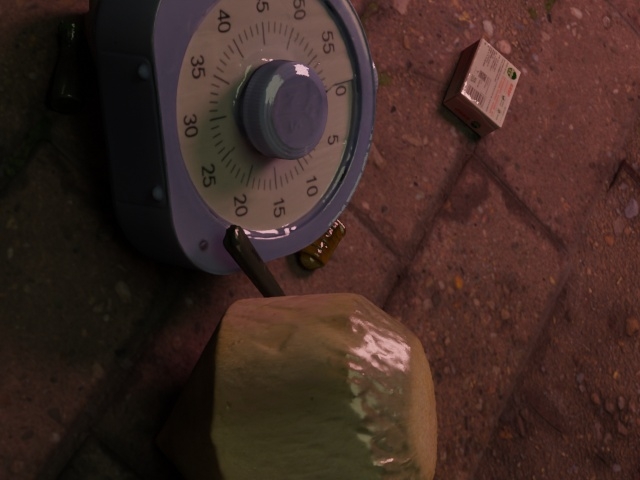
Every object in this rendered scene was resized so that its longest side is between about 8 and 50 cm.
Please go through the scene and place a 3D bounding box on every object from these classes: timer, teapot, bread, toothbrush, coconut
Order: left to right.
[{"bbox_3d":[-0.303,-0.210,1.703,0.042,0.043,0.111,16,61,-33],"label":"teapot"},{"bbox_3d":[-0.075,-0.165,1.694,0.395,0.173,0.395,-9,103,-43],"label":"timer"},{"bbox_3d":[-0.048,0.074,1.702,0.297,0.030,0.030,57,45,-48],"label":"toothbrush"},{"bbox_3d":[-0.033,0.211,1.605,0.328,0.329,0.329,15,64,-33],"label":"coconut"},{"bbox_3d":[0.000,0.000,1.863,0.049,0.033,0.088,43,52,-10],"label":"bread"}]

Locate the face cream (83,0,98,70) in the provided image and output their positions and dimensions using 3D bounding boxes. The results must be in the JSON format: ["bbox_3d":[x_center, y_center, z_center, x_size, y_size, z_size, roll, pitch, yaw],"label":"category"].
[{"bbox_3d":[-0.230,-0.256,1.728,0.117,0.117,0.104,4,78,-37],"label":"face cream"}]

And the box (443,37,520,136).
[{"bbox_3d":[0.245,-0.232,2.140,0.089,0.043,0.125,39,53,-20],"label":"box"}]
